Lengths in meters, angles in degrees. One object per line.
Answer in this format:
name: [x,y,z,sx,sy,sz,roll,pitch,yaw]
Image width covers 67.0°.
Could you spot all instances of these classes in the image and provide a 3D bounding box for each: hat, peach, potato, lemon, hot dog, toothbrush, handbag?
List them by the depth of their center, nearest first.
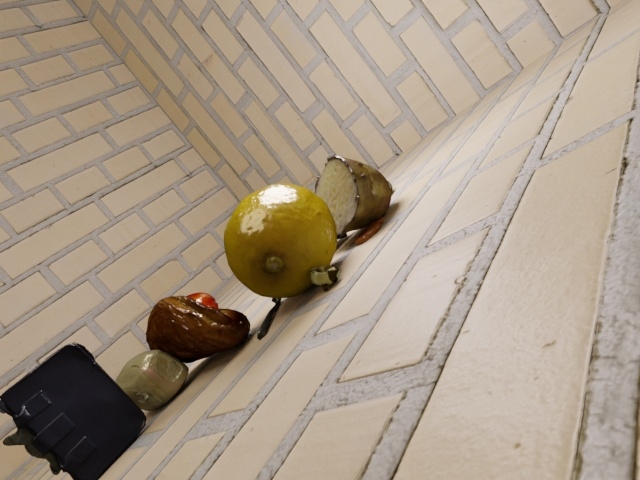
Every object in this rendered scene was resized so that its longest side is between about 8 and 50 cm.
handbag: [-0.669,0.476,1.292,0.118,0.325,0.269,-35,7,42]
hat: [0.011,0.100,1.306,0.076,0.059,0.077,-6,12,-12]
lemon: [-0.124,0.014,1.441,0.364,0.364,0.364,-38,7,6]
toothbrush: [-0.156,0.227,1.476,0.297,0.031,0.030,-72,8,-75]
hot dog: [-0.386,0.276,1.510,0.388,0.267,0.174,-26,51,45]
potato: [0.138,-0.156,1.664,0.237,0.288,0.300,-3,-39,-30]
peach: [-0.510,0.318,1.948,0.231,0.231,0.231,-38,7,6]

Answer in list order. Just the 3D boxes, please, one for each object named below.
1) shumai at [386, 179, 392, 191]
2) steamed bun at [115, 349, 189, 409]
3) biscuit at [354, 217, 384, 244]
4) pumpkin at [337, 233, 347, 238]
shumai: [0.195,-0.192,1.986,0.153,0.162,0.209,-60,19,30]
steamed bun: [-0.534,0.448,1.499,0.239,0.170,0.152,-33,27,33]
biscuit: [0.155,-0.029,1.550,0.102,0.019,0.130,-35,8,34]
pumpkin: [0.005,0.001,1.772,0.248,0.125,0.131,-22,-3,-34]
